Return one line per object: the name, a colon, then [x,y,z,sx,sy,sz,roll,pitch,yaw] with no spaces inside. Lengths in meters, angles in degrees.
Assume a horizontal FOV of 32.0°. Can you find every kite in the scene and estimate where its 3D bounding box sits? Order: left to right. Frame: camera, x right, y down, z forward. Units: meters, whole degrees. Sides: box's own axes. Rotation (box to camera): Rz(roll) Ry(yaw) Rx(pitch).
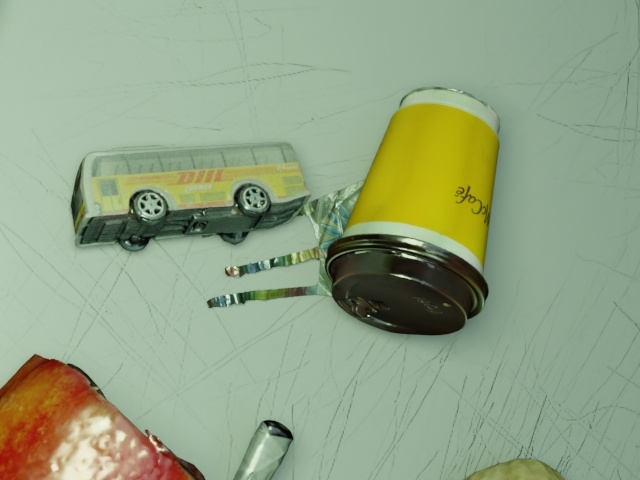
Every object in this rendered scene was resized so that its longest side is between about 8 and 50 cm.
kite: [-0.001,0.000,1.372,0.310,0.015,0.169,-4,85,-26]

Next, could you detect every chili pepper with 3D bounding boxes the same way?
chili pepper: [-0.278,0.294,1.119,0.251,0.229,0.305,40,81,-15]

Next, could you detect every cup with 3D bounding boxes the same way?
cup: [0.125,-0.034,1.335,0.196,0.196,0.280,28,63,-20]

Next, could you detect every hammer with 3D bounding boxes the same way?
hammer: [-0.136,0.386,1.182,0.152,0.044,0.427,37,68,-14]

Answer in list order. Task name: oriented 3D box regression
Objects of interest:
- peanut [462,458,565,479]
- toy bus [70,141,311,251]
peanut: [0.241,0.394,1.393,0.196,0.110,0.233,-18,91,-25]
toy bus: [-0.148,-0.053,1.260,0.268,0.092,0.106,-6,66,-25]
